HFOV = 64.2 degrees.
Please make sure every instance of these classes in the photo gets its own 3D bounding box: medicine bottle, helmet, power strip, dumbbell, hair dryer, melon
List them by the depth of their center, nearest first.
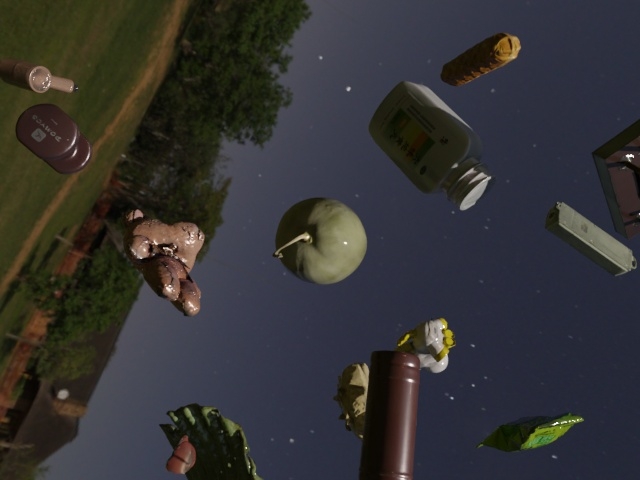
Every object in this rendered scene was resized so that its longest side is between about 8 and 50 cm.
[{"bbox_3d":[-0.303,0.484,1.143,0.065,0.049,0.084,83,30,-54],"label":"helmet"},{"bbox_3d":[0.270,-0.222,1.228,0.324,0.124,0.179,52,-56,21],"label":"medicine bottle"},{"bbox_3d":[-0.674,-0.391,1.251,0.181,0.117,0.064,-8,115,-69],"label":"hair dryer"},{"bbox_3d":[0.693,-0.002,1.316,0.078,0.272,0.052,-62,-170,-32],"label":"power strip"},{"bbox_3d":[-0.679,-0.256,1.317,0.124,0.140,0.225,-50,-173,-12],"label":"dumbbell"},{"bbox_3d":[0.003,0.002,1.451,0.308,0.271,0.272,126,-12,-84],"label":"melon"}]

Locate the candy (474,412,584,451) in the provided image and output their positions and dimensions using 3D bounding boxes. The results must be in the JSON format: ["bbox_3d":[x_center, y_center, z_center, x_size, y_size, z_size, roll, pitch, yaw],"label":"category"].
[{"bbox_3d":[0.494,0.464,1.224,0.246,0.149,0.069,131,-51,-60],"label":"candy"}]

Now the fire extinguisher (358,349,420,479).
[{"bbox_3d":[0.136,0.396,0.981,0.102,0.138,0.344,-4,-116,28],"label":"fire extinguisher"}]

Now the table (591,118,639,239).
[{"bbox_3d":[0.667,-0.107,1.040,0.121,0.240,0.111,-36,-147,4],"label":"table"}]

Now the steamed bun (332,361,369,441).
[{"bbox_3d":[0.121,0.538,1.659,0.137,0.292,0.295,-18,-155,9],"label":"steamed bun"}]

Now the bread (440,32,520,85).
[{"bbox_3d":[0.244,-0.279,0.795,0.157,0.052,0.044,180,-90,-71],"label":"bread"}]

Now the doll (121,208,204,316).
[{"bbox_3d":[-0.295,0.038,1.041,0.156,0.201,0.303,-41,-145,-11],"label":"doll"}]

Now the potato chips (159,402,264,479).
[{"bbox_3d":[-0.283,0.612,1.320,0.389,0.097,0.373,56,-45,14],"label":"potato chips"}]

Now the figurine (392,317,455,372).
[{"bbox_3d":[0.229,0.250,1.160,0.178,0.129,0.109,92,-2,-51],"label":"figurine"}]
